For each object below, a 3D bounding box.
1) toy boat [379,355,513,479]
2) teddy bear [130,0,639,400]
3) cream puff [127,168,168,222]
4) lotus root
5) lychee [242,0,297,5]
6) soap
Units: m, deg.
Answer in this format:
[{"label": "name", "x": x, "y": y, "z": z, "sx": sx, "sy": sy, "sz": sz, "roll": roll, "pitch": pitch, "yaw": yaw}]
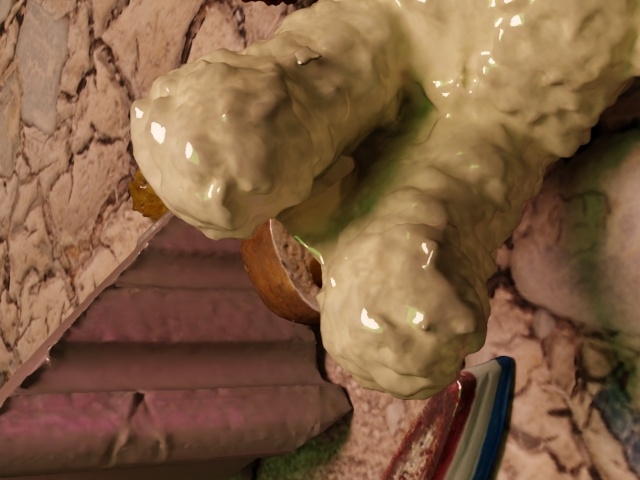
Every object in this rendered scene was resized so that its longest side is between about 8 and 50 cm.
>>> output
[{"label": "toy boat", "x": 0.065, "y": 0.174, "z": 0.686, "sx": 0.080, "sy": 0.046, "sz": 0.229, "roll": 42, "pitch": 115, "yaw": 44}, {"label": "teddy bear", "x": 0.132, "y": -0.161, "z": 0.488, "sx": 0.327, "sy": 0.375, "sz": 0.362, "roll": 43, "pitch": 144, "yaw": -4}, {"label": "cream puff", "x": -0.135, "y": -0.052, "z": 0.915, "sx": 0.083, "sy": 0.058, "sz": 0.083, "roll": -18, "pitch": 74, "yaw": 42}, {"label": "lotus root", "x": -0.003, "y": 0.000, "z": 0.732, "sx": 0.081, "sy": 0.112, "sz": 0.122, "roll": -11, "pitch": 77, "yaw": 52}, {"label": "lychee", "x": -0.032, "y": -0.268, "z": 0.754, "sx": 0.200, "sy": 0.200, "sz": 0.238, "roll": -35, "pitch": 48, "yaw": 37}, {"label": "soap", "x": -0.163, "y": 0.058, "z": 0.765, "sx": 0.159, "sy": 0.302, "sz": 0.258, "roll": -37, "pitch": 59, "yaw": 45}]
